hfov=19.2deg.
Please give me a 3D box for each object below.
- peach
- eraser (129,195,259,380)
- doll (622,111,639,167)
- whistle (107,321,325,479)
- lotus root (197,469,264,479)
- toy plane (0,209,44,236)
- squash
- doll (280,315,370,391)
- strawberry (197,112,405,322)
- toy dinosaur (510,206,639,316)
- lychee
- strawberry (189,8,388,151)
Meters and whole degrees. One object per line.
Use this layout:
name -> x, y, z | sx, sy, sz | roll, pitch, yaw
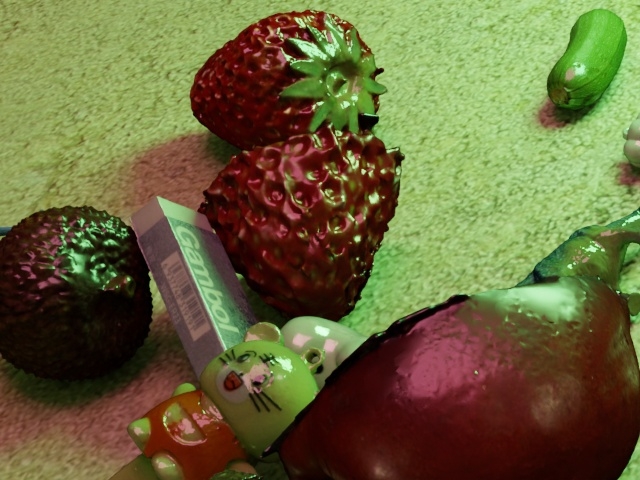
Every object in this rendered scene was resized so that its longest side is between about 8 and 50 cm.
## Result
peach -> 0.154, 0.171, 1.632 | 0.362, 0.258, 0.201 | -20, 67, -24
eraser -> -0.118, 0.056, 1.908 | 0.046, 0.092, 0.212 | -39, 58, 21
doll -> 0.420, -0.109, 2.144 | 0.162, 0.062, 0.106 | 10, 32, 28
whistle -> -0.110, 0.187, 1.740 | 0.288, 0.106, 0.131 | -36, 58, -6
lotus root -> -0.084, 0.264, 1.622 | 0.070, 0.144, 0.143 | 6, 26, 35
toy plane -> -0.399, -0.008, 2.177 | 0.167, 0.062, 0.054 | -7, 31, -16
squash -> 0.333, -0.226, 2.337 | 0.077, 0.068, 0.219 | -1, 33, 21
doll -> 0.037, 0.134, 1.814 | 0.181, 0.110, 0.107 | 10, 18, 28
strawberry -> 0.000, 0.000, 1.978 | 0.234, 0.234, 0.178 | -11, 55, -4
toy dinosaur -> 0.274, 0.028, 1.955 | 0.363, 0.076, 0.147 | -31, 33, -26
lychee -> -0.262, 0.056, 1.940 | 0.194, 0.194, 0.194 | -6, 33, 4
strawberry -> -0.056, -0.176, 2.260 | 0.244, 0.205, 0.205 | -5, 26, 46
